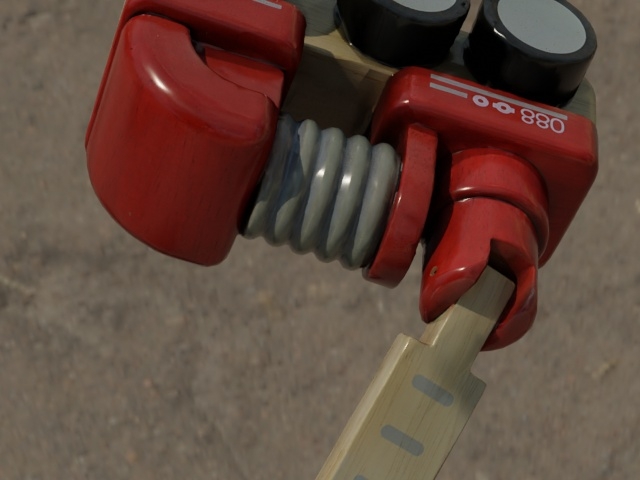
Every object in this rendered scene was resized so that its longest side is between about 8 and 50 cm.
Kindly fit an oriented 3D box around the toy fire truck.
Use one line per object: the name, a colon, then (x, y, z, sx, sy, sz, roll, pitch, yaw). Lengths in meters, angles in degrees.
toy fire truck: (0.000, 0.000, 0.755, 0.217, 0.158, 0.246, 17, 41, -9)
